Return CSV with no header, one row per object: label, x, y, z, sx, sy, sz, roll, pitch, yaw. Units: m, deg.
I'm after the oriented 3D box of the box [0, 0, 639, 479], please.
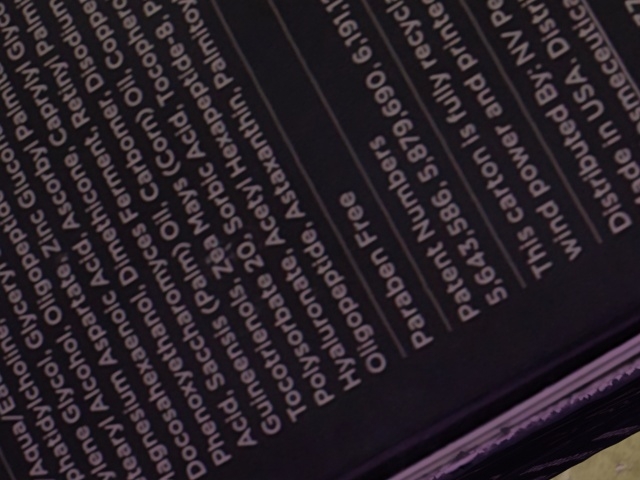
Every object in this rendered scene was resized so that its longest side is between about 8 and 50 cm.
box,0.000,0.000,0.845,0.471,0.297,0.480,-33,167,15
